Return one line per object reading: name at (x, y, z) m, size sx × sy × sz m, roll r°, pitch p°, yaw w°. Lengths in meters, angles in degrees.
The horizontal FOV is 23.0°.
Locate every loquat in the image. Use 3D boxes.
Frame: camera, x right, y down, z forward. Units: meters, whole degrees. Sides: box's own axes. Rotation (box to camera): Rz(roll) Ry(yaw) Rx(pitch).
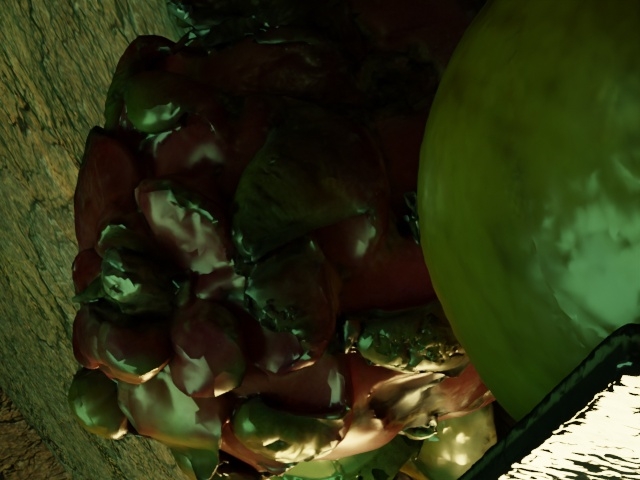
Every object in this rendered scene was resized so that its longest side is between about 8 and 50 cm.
loquat at (0.132, -0.034, 0.533) m, size 0.213 × 0.213 × 0.246 m, roll 162°, pitch 91°, yaw -71°

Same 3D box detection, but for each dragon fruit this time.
dragon fruit at (0.000, 0.000, 0.783) m, size 0.250 × 0.291 × 0.269 m, roll 41°, pitch 157°, yaw 26°

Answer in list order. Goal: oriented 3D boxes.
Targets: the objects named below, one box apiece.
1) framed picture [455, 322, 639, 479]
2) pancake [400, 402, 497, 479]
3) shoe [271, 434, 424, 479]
framed picture at (0.214, 0.104, 0.483) m, size 0.347 × 0.016 × 0.265 m, roll 13°, pitch 158°, yaw -5°
pancake at (0.000, 0.028, 1.141) m, size 0.387 × 0.082 × 0.387 m, roll 45°, pitch 160°, yaw 22°
shoe at (-0.041, 0.071, 1.025) m, size 0.262 × 0.140 × 0.128 m, roll 26°, pitch 151°, yaw 39°
